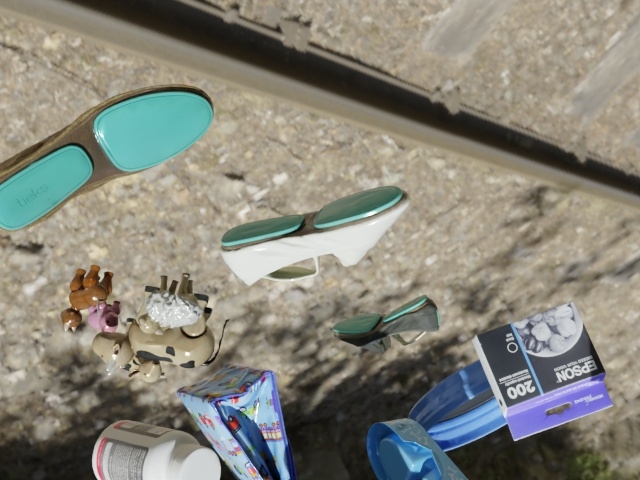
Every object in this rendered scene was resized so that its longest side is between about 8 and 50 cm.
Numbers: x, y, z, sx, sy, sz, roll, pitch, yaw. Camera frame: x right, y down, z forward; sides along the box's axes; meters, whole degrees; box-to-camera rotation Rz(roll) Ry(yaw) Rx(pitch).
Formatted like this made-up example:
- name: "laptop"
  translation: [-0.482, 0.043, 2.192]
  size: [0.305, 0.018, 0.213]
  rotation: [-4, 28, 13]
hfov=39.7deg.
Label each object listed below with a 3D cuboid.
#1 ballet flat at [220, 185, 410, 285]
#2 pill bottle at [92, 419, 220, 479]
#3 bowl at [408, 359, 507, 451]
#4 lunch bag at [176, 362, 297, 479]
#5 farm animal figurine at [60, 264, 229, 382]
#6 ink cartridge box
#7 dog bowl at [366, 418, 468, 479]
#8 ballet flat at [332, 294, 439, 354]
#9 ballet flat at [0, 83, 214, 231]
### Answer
- name: "ballet flat"
  translation: [0.000, 0.000, 1.702]
  size: [0.400, 0.139, 0.139]
  rotation: [-14, 156, 21]
- name: "pill bottle"
  translation: [-0.398, 0.546, 2.168]
  size: [0.318, 0.177, 0.176]
  rotation: [0, 173, 41]
- name: "bowl"
  translation: [0.381, 0.369, 2.075]
  size: [0.391, 0.077, 0.391]
  rotation: [-21, 151, -12]
- name: "lunch bag"
  translation: [-0.134, 0.398, 1.689]
  size: [0.138, 0.293, 0.221]
  rotation: [-24, -173, -25]
- name: "farm animal figurine"
  translation: [-0.344, 0.191, 1.725]
  size: [0.326, 0.172, 0.330]
  rotation: [2, 155, 16]
- name: "ink cartridge box"
  translation: [0.420, 0.243, 1.667]
  size: [0.206, 0.208, 0.045]
  rotation: [-19, 162, -5]
- name: "dog bowl"
  translation: [0.211, 0.486, 1.805]
  size: [0.074, 0.297, 0.166]
  rotation: [-17, 137, -31]
- name: "ballet flat"
  translation: [0.151, 0.206, 2.017]
  size: [0.280, 0.096, 0.095]
  rotation: [-20, -166, 39]
- name: "ballet flat"
  translation: [-0.314, -0.127, 1.220]
  size: [0.342, 0.124, 0.116]
  rotation: [-33, 121, -14]
